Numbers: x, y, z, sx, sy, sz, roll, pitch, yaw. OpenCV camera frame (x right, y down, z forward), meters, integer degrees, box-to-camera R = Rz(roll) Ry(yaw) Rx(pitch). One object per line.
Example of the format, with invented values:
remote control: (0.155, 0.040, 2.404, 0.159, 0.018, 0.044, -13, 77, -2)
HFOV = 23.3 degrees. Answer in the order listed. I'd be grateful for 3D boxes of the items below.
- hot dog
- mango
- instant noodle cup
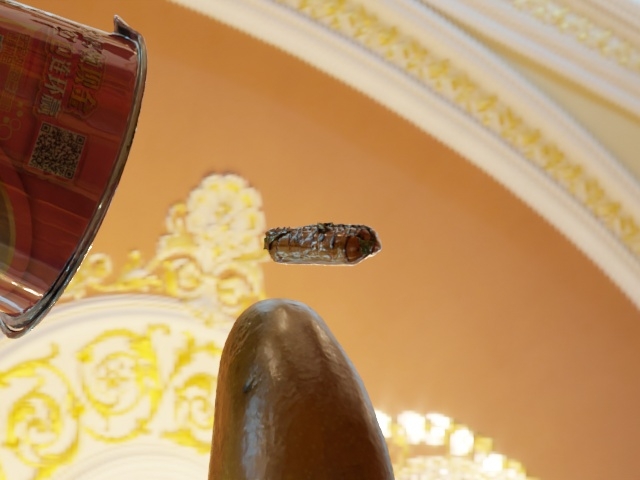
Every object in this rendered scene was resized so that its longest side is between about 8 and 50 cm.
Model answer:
hot dog: (0.000, 0.000, 1.279, 0.049, 0.122, 0.037, -21, -73, -47)
mango: (-0.015, 0.122, 0.859, 0.099, 0.136, 0.227, 3, -133, -15)
instant noodle cup: (-0.277, -0.086, 1.054, 0.255, 0.244, 0.244, 25, -110, -23)
